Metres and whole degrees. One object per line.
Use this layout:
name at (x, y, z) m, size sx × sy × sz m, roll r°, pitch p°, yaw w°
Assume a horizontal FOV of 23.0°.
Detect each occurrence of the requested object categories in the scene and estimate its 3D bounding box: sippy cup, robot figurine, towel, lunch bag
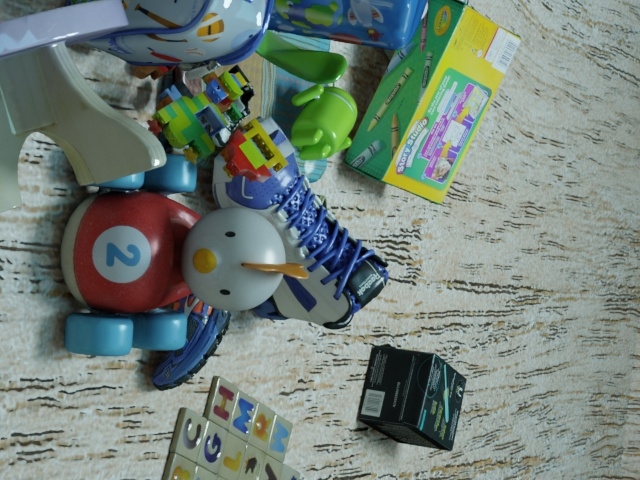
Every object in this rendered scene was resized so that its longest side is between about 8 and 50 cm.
sippy cup at (0.017, -0.322, 1.771) m, size 0.305 × 0.224 × 0.240 m, roll 74°, pitch 34°, yaw -79°
robot figurine at (0.006, -0.151, 2.019) m, size 0.101 × 0.067 × 0.115 m, roll 58°, pitch 44°, yaw -31°
towel at (-0.080, -0.214, 1.960) m, size 0.370 × 0.040 × 0.271 m, roll 5°, pitch 90°, yaw -63°
lunch bag at (-0.130, -0.316, 1.608) m, size 0.115 × 0.243 × 0.303 m, roll 23°, pitch 75°, yaw -48°

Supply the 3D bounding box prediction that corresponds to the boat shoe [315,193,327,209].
boat shoe at (0.001, -0.002, 2.145) m, size 0.056 × 0.048 × 0.153 m, roll -56°, pitch 141°, yaw -44°

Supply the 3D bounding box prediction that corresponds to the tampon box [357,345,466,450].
tampon box at (0.143, 0.243, 2.413) m, size 0.161 × 0.102 × 0.120 m, roll 40°, pitch 60°, yaw -59°

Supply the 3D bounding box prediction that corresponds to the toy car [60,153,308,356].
toy car at (-0.131, 0.018, 1.681) m, size 0.210 × 0.238 × 0.219 m, roll 0°, pitch 94°, yaw -63°

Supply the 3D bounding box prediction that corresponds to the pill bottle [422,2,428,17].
pill bottle at (0.070, -0.400, 2.129) m, size 0.121 × 0.121 × 0.221 m, roll -54°, pitch 141°, yaw -45°

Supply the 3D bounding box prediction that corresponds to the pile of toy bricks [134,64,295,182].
pile of toy bricks at (-0.141, -0.137, 1.715) m, size 0.105 × 0.118 × 0.212 m, roll -37°, pitch 92°, yaw -39°

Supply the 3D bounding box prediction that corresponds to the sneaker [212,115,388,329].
sneaker at (-0.008, -0.002, 1.941) m, size 0.127 × 0.182 × 0.315 m, roll -50°, pitch 143°, yaw -32°

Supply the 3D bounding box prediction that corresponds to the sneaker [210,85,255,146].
sneaker at (-0.103, -0.149, 1.856) m, size 0.032 × 0.037 × 0.083 m, roll 43°, pitch 60°, yaw -57°

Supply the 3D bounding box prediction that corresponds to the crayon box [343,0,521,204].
crayon box at (0.163, -0.203, 2.267) m, size 0.165 × 0.081 × 0.278 m, roll 19°, pitch 99°, yaw -52°

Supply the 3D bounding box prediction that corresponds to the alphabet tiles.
alphabet tiles at (-0.117, 0.341, 2.021) m, size 0.342 × 0.011 × 0.285 m, roll 43°, pitch 58°, yaw -58°

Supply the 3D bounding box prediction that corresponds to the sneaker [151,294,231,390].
sneaker at (-0.144, 0.076, 1.855) m, size 0.221 × 0.087 × 0.083 m, roll -62°, pitch 176°, yaw -12°

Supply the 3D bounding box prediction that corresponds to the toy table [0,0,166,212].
toy table at (-0.261, -0.117, 1.424) m, size 0.274 × 0.252 × 0.160 m, roll -23°, pitch 99°, yaw -47°

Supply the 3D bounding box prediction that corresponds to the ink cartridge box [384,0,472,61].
ink cartridge box at (0.163, -0.319, 2.365) m, size 0.203 × 0.086 × 0.148 m, roll 58°, pitch 46°, yaw -51°
